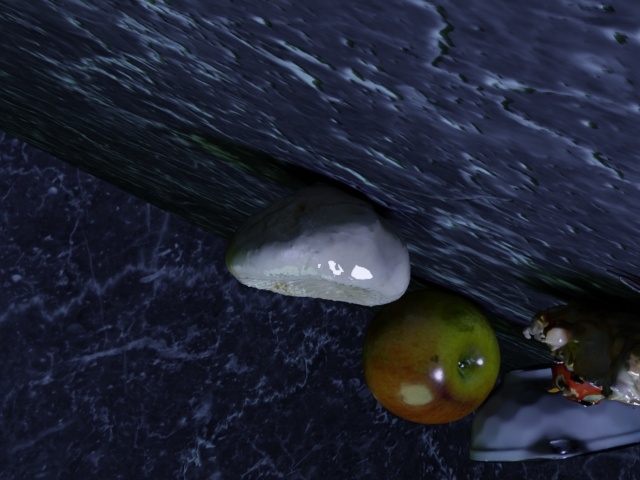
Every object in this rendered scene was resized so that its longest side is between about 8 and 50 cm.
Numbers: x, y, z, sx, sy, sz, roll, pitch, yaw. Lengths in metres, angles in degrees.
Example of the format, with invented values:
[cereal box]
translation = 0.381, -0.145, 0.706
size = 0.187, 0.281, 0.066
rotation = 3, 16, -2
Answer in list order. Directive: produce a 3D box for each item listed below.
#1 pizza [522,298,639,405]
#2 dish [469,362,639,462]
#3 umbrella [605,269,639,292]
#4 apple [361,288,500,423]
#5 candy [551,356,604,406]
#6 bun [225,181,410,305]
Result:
[pizza]
translation = 0.278, 0.099, 0.947
size = 0.189, 0.071, 0.297
rotation = 12, 180, -8
[dish]
translation = 0.337, 0.232, 1.516
size = 0.303, 0.120, 0.303
rotation = -9, 173, -1
[umbrella]
translation = 0.263, 0.047, 0.781
size = 0.122, 0.013, 0.022
rotation = 23, -163, -3
[apple]
translation = 0.159, 0.163, 1.516
size = 0.196, 0.196, 0.196
rotation = 23, 175, 2
[candy]
translation = 0.343, 0.156, 1.315
size = 0.078, 0.084, 0.287
rotation = 17, 180, 24
[bun]
translation = 0.000, 0.000, 0.996
size = 0.183, 0.102, 0.183
rotation = 6, 170, 1
